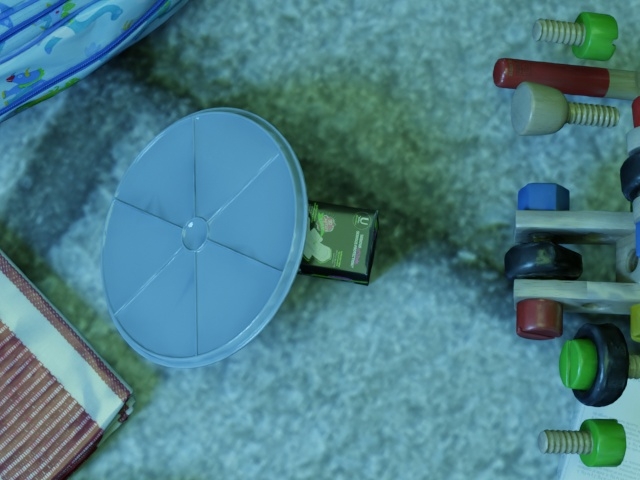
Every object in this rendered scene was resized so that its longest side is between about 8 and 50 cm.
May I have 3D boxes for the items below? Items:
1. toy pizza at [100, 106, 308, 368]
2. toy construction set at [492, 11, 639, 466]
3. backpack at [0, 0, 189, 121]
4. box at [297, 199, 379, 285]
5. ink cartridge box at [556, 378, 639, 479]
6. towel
[{"bbox_3d":[-0.085,-0.001,1.468,0.201,0.032,0.201,-12,70,35],"label":"toy pizza"},{"bbox_3d":[0.273,-0.028,1.418,0.237,0.257,0.308,4,46,-18],"label":"toy construction set"},{"bbox_3d":[-0.239,-0.238,1.464,0.356,0.273,0.290,-20,73,-14],"label":"backpack"},{"bbox_3d":[0.000,0.000,1.486,0.083,0.062,0.052,10,81,5],"label":"box"},{"bbox_3d":[0.258,0.218,1.448,0.181,0.056,0.224,17,86,5],"label":"ink cartridge box"},{"bbox_3d":[-0.333,0.153,1.486,0.329,0.037,0.237,-43,79,-7],"label":"towel"}]
